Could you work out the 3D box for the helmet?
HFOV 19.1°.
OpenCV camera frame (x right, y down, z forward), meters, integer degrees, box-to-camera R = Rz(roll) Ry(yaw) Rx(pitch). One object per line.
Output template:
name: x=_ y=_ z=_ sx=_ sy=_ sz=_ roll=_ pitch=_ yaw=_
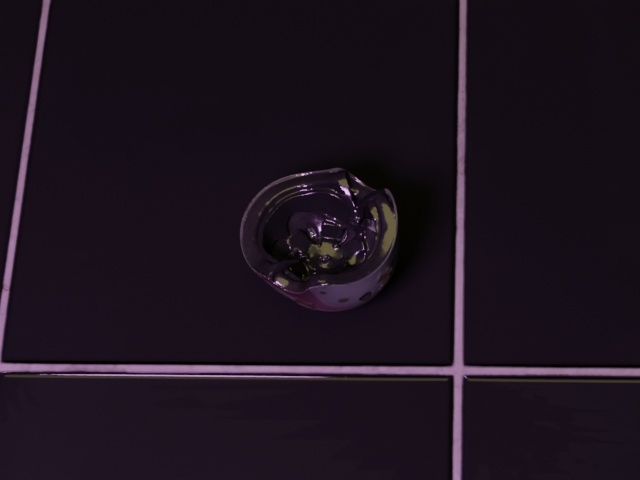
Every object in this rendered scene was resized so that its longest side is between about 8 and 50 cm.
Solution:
helmet: x=0.011 y=0.011 z=2.039 sx=0.177 sy=0.107 sz=0.153 roll=22 pitch=67 yaw=37
